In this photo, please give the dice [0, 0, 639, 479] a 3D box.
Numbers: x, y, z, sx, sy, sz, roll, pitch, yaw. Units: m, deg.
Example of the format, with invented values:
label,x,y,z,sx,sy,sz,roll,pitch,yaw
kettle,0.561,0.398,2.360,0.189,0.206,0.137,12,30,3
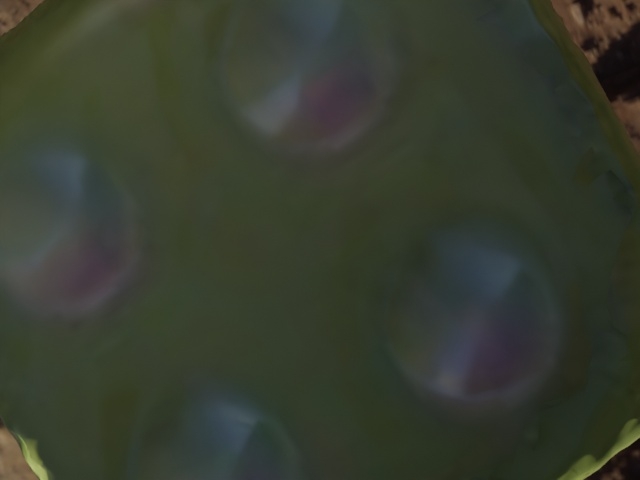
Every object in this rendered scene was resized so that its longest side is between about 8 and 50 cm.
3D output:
label,x,y,z,sx,sy,sz,roll,pitch,yaw
dice,0.000,0.000,0.558,0.250,0.254,0.252,-30,89,7
